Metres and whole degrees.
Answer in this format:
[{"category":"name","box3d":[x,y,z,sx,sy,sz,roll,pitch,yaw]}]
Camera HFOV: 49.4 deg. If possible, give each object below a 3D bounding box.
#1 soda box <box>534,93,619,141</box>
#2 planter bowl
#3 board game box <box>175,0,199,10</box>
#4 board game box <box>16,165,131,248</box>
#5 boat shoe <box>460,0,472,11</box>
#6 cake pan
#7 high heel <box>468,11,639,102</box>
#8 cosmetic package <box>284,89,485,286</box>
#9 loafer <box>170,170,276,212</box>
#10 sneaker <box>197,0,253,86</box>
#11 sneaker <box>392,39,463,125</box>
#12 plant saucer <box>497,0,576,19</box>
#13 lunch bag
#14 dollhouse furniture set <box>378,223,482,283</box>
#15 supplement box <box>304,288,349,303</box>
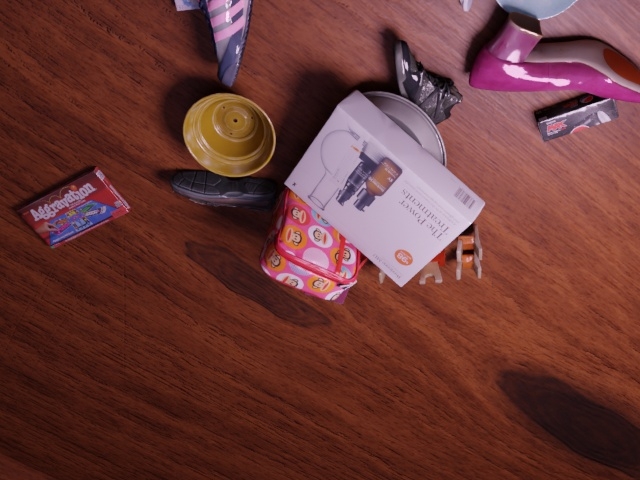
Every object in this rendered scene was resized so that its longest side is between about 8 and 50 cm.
[{"category":"soda box","box3d":[0.575,-0.283,1.566,0.168,0.053,0.060,-17,123,19]},{"category":"planter bowl","box3d":[-0.208,-0.265,1.638,0.217,0.090,0.217,2,127,3]},{"category":"board game box","box3d":[-0.271,-0.540,1.482,0.090,0.020,0.090,-3,126,8]},{"category":"board game box","box3d":[-0.661,-0.083,1.862,0.281,0.027,0.145,-23,120,21]},{"category":"boat shoe","box3d":[0.293,-0.523,1.432,0.035,0.035,0.100,16,136,29]},{"category":"cake pan","box3d":[0.144,-0.197,1.601,0.293,0.054,0.293,20,132,23]},{"category":"high heel","box3d":[0.517,-0.348,1.503,0.377,0.127,0.181,23,139,-7]},{"category":"cosmetic package","box3d":[0.133,-0.108,1.571,0.377,0.097,0.284,41,139,2]},{"category":"loafer","box3d":[-0.246,-0.113,1.759,0.267,0.096,0.084,6,133,-1]},{"category":"sneaker","box3d":[-0.210,-0.486,1.462,0.131,0.112,0.319,9,119,-6]},{"category":"sneaker","box3d":[0.235,-0.352,1.532,0.130,0.087,0.228,-16,127,15]},{"category":"plant saucer","box3d":[0.439,-0.541,1.391,0.194,0.037,0.195,4,131,4]},{"category":"lunch bag","box3d":[0.000,0.000,1.689,0.258,0.293,0.120,25,133,-16]},{"category":"dollhouse furniture set","box3d":[0.273,-0.015,1.777,0.262,0.135,0.259,-4,138,9]},{"category":"supplement box","box3d":[0.027,0.062,1.795,0.104,0.188,0.081,16,131,-6]}]
